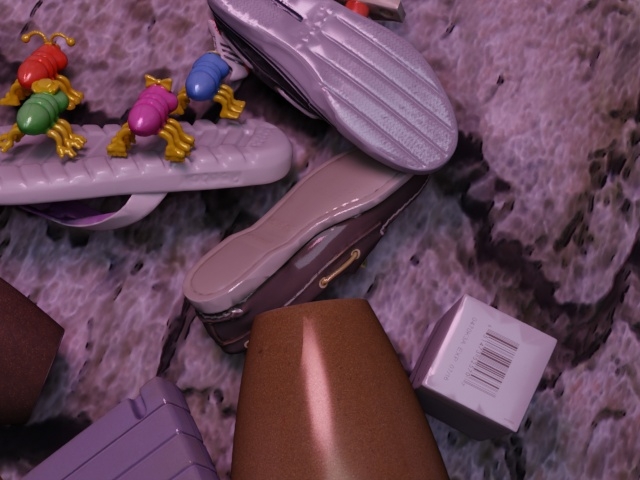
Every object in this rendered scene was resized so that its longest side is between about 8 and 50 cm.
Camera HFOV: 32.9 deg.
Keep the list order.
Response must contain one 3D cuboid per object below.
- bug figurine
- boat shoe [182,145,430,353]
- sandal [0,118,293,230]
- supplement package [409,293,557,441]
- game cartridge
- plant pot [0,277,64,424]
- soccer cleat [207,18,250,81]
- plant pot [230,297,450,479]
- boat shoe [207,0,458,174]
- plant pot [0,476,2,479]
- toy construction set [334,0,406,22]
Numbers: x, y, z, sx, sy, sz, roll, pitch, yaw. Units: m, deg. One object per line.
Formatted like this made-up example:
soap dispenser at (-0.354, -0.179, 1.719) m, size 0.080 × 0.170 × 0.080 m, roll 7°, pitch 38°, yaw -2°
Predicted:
bug figurine at (-0.228, -0.162, 1.184) m, size 0.279 × 0.072 × 0.216 m, roll 3°, pitch 32°, yaw 3°
boat shoe at (0.000, 0.000, 1.200) m, size 0.324 × 0.116 × 0.097 m, roll -37°, pitch 124°, yaw -19°
sandal at (-0.236, -0.060, 1.196) m, size 0.416 × 0.169 × 0.102 m, roll -3°, pitch 117°, yaw -4°
supplement package at (0.160, 0.137, 1.131) m, size 0.105 × 0.179 × 0.105 m, roll 26°, pitch 76°, yaw 3°
game cartridge at (-0.241, 0.323, 1.037) m, size 0.355 × 0.068 × 0.230 m, roll -37°, pitch 57°, yaw 8°
plant pot at (-0.392, 0.100, 1.115) m, size 0.230 × 0.215 × 0.215 m, roll 22°, pitch 76°, yaw -12°
soccer cleat at (-0.115, -0.225, 1.285) m, size 0.035 × 0.029 × 0.083 m, roll -33°, pitch 85°, yaw -14°
plant pot at (0.012, 0.192, 1.073) m, size 0.237 × 0.237 × 0.254 m, roll -7°, pitch 80°, yaw -5°
boat shoe at (0.015, -0.191, 1.202) m, size 0.335 × 0.119 × 0.121 m, roll 43°, pitch 78°, yaw 8°
plant pot at (-0.395, 0.251, 1.125) m, size 0.081 × 0.083 × 0.081 m, roll 42°, pitch 77°, yaw 7°
toy construction set at (0.057, -0.385, 1.281) m, size 0.215 × 0.151 × 0.328 m, roll 21°, pitch 65°, yaw 2°
